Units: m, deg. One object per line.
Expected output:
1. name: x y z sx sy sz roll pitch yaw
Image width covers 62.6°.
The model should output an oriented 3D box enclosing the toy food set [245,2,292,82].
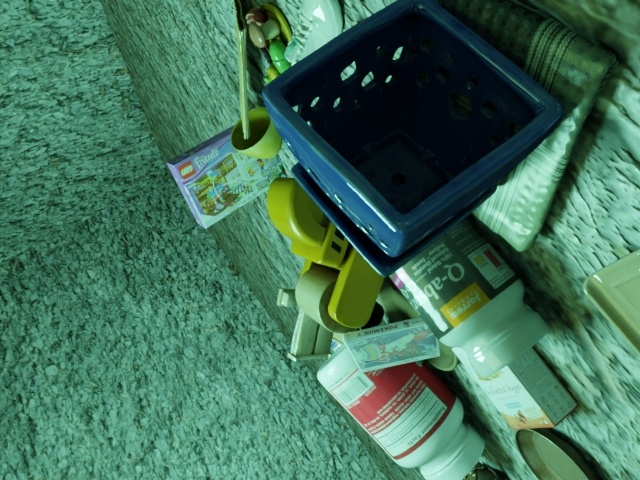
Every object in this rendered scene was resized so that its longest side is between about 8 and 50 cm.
1. toy food set: -0.114 -0.412 1.094 0.128 0.071 0.218 41 156 43

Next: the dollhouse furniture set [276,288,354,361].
1. dollhouse furniture set: -0.035 0.273 1.531 0.174 0.355 0.303 20 99 50

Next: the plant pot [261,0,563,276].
1. plant pot: 0.096 -0.109 0.642 0.236 0.236 0.212 49 166 19

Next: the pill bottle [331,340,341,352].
1. pill bottle: 0.091 0.340 1.754 0.187 0.112 0.112 55 162 9

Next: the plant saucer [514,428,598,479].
1. plant saucer: 0.468 0.442 1.026 0.198 0.036 0.199 50 162 23

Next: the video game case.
1. video game case: 0.154 0.219 1.092 0.201 0.183 0.023 65 -167 -56

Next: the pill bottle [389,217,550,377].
1. pill bottle: 0.222 0.069 0.851 0.278 0.162 0.162 53 162 17

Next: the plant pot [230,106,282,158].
1. plant pot: -0.156 -0.270 1.393 0.134 0.134 0.095 42 -178 42

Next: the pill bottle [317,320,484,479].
1. pill bottle: 0.204 0.409 1.325 0.408 0.229 0.229 46 161 6

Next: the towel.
1. towel: 0.202 -0.175 0.701 0.312 0.056 0.324 44 156 29

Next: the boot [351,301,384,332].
1. boot: 0.090 0.161 1.309 0.246 0.094 0.207 15 -171 -37

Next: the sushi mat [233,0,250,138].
1. sushi mat: -0.186 -0.404 1.253 0.316 0.019 0.151 98 163 -56

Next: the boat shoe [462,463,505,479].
1. boat shoe: 0.425 0.637 1.414 0.073 0.073 0.207 52 162 12

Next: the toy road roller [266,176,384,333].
1. toy road roller: 0.000 0.000 1.059 0.240 0.330 0.202 17 180 -25

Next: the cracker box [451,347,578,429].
1. cracker box: 0.337 0.232 0.974 0.232 0.067 0.156 54 162 14

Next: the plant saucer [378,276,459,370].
1. plant saucer: 0.228 0.176 1.222 0.278 0.041 0.278 49 160 24

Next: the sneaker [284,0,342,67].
1. sneaker: -0.023 -0.350 0.916 0.080 0.094 0.212 54 162 18

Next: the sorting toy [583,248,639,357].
1. sorting toy: 0.416 0.082 0.567 0.193 0.038 0.208 53 158 14

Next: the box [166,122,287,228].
1. box: -0.251 -0.195 1.463 0.057 0.293 0.201 26 144 50
